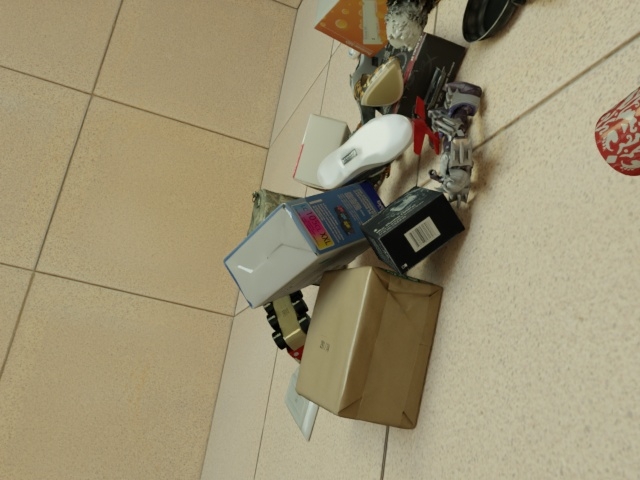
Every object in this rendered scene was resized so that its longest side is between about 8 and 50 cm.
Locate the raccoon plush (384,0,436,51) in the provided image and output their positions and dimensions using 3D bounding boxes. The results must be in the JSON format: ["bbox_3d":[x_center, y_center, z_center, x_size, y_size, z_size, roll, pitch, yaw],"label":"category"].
[{"bbox_3d":[0.315,-0.625,1.304,0.299,0.216,0.447,-29,47,62],"label":"raccoon plush"}]

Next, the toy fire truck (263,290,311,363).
[{"bbox_3d":[-0.065,0.288,1.883,0.158,0.246,0.217,-34,38,6],"label":"toy fire truck"}]

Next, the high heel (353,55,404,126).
[{"bbox_3d":[0.131,-0.390,1.479,0.261,0.093,0.186,112,158,-60],"label":"high heel"}]

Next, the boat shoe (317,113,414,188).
[{"bbox_3d":[0.125,-0.207,1.509,0.301,0.102,0.108,-32,71,41],"label":"boat shoe"}]

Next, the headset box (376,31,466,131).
[{"bbox_3d":[0.229,-0.399,1.538,0.293,0.110,0.218,-114,41,-66],"label":"headset box"}]

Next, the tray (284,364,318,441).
[{"bbox_3d":[-0.060,0.474,1.857,0.270,0.030,0.145,-157,84,-74],"label":"tray"}]

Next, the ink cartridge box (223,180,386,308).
[{"bbox_3d":[0.000,0.000,1.528,0.270,0.395,0.151,-39,76,38],"label":"ink cartridge box"}]

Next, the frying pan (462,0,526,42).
[{"bbox_3d":[0.381,-0.508,1.241,0.326,0.053,0.197,172,113,-71],"label":"frying pan"}]

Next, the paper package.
[{"bbox_3d":[0.089,0.219,1.346,0.325,0.168,0.310,165,118,-72],"label":"paper package"}]

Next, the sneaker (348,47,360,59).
[{"bbox_3d":[0.100,-0.775,2.287,0.091,0.126,0.240,136,146,-61],"label":"sneaker"}]

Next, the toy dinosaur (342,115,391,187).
[{"bbox_3d":[0.127,-0.243,1.701,0.218,0.164,0.322,-53,3,16],"label":"toy dinosaur"}]

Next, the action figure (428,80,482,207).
[{"bbox_3d":[0.262,-0.189,1.243,0.185,0.099,0.285,96,-175,-49],"label":"action figure"}]

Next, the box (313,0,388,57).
[{"bbox_3d":[0.164,-0.705,1.758,0.345,0.215,0.168,-27,49,56],"label":"box"}]

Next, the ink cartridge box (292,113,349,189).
[{"bbox_3d":[0.014,-0.258,1.944,0.283,0.117,0.207,-3,-71,-83],"label":"ink cartridge box"}]

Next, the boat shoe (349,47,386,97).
[{"bbox_3d":[0.141,-0.495,1.928,0.105,0.113,0.306,113,166,-47],"label":"boat shoe"}]

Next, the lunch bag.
[{"bbox_3d":[-0.070,-0.007,1.858,0.212,0.305,0.256,172,109,-70],"label":"lunch bag"}]

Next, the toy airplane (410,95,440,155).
[{"bbox_3d":[0.235,-0.242,1.389,0.028,0.151,0.151,-7,62,30],"label":"toy airplane"}]

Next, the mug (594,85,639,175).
[{"bbox_3d":[0.406,-0.131,0.714,0.169,0.113,0.150,136,147,-66],"label":"mug"}]

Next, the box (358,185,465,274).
[{"bbox_3d":[0.179,-0.025,1.259,0.156,0.093,0.158,-35,14,-4],"label":"box"}]
